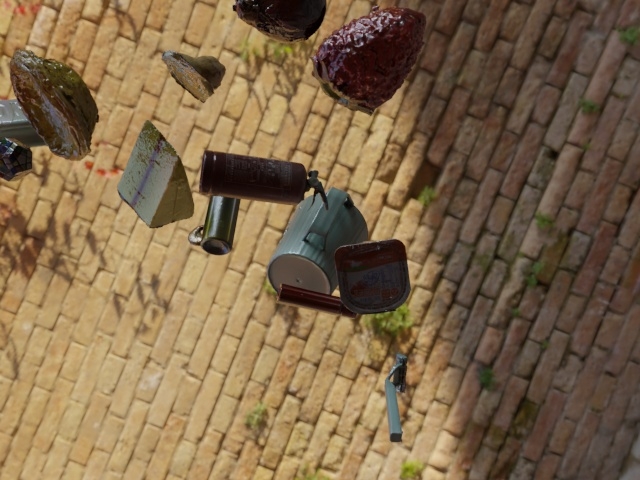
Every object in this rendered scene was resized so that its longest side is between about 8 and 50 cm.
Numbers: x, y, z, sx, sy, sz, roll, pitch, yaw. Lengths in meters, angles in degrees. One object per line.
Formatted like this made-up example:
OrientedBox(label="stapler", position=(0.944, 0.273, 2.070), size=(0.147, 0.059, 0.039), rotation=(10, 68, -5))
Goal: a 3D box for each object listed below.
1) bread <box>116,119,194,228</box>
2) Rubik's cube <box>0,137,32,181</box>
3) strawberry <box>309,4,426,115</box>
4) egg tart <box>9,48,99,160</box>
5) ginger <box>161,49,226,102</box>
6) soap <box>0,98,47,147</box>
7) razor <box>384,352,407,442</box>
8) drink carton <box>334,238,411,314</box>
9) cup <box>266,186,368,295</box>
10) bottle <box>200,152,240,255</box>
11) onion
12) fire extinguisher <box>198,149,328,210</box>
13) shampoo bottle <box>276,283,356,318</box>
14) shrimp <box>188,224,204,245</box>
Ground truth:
OrientedBox(label="bread", position=(-0.393, -0.179, 1.852), size=(0.163, 0.167, 0.264), rotation=(-20, -27, -49))
OrientedBox(label="Rubik's cube", position=(-0.754, -0.197, 1.726), size=(0.111, 0.093, 0.111), rotation=(-9, -79, -54))
OrientedBox(label="strawberry", position=(0.140, -0.553, 2.087), size=(0.343, 0.292, 0.292), rotation=(-52, 1, -3))
OrientedBox(label="egg tart", position=(-0.624, -0.331, 1.698), size=(0.123, 0.294, 0.294), rotation=(-39, -14, -29))
OrientedBox(label="ginger", position=(-0.384, -0.536, 2.176), size=(0.122, 0.193, 0.115), rotation=(-57, 25, -18))
OrientedBox(label="soap", position=(-0.854, -0.341, 2.044), size=(0.173, 0.290, 0.095), rotation=(49, 142, 46))
OrientedBox(label="razor", position=(0.181, 0.396, 1.746), size=(0.278, 0.056, 0.111), rotation=(-69, -17, -65))
OrientedBox(label="drink carton", position=(0.132, 0.086, 1.897), size=(0.189, 0.186, 0.190), rotation=(-108, 8, -83))
OrientedBox(label="cup", position=(-0.022, 0.002, 2.712), size=(0.392, 0.310, 0.400), rotation=(-60, -38, -48))
OrientedBox(label="bottle", position=(-0.251, -0.099, 1.851), size=(0.082, 0.082, 0.286), rotation=(115, 164, -54))
OrientedBox(label="onion", position=(-0.087, -0.663, 1.871), size=(0.221, 0.281, 0.280), rotation=(41, 116, 47))
OrientedBox(label="fire extinguisher", position=(-0.114, -0.120, 1.477), size=(0.105, 0.269, 0.104), rotation=(-173, 90, -77))
OrientedBox(label="shampoo bottle", position=(-0.009, 0.197, 2.283), size=(0.102, 0.260, 0.064), rotation=(166, 117, -80))
OrientedBox(label="shrimp", position=(-0.392, -0.027, 2.500), size=(0.163, 0.095, 0.045), rotation=(-28, -54, -24))
